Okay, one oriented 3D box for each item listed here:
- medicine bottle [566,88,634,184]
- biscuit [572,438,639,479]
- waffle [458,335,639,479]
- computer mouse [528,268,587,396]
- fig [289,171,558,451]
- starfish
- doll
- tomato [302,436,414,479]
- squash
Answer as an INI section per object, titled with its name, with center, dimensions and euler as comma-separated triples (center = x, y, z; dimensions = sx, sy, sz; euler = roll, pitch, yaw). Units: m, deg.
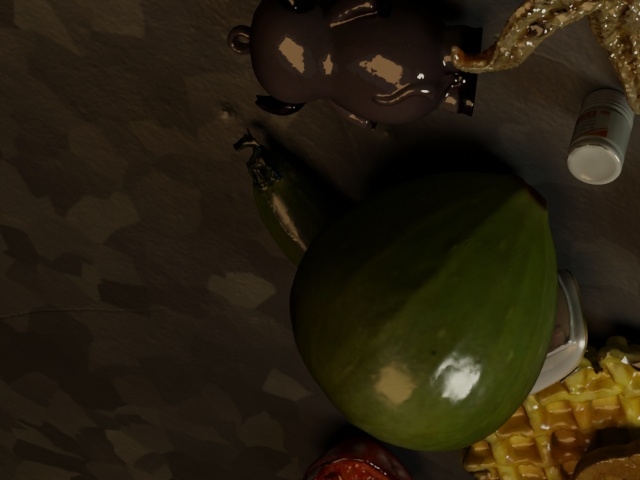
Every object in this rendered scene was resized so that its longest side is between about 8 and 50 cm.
[medicine bottle]
center = 0.283, -0.105, 1.392
dimensions = 0.057, 0.089, 0.057
euler = 14, 139, 12
[biscuit]
center = 0.390, 0.332, 1.731
dimensions = 0.184, 0.035, 0.249
euler = 0, 133, 16
[waffle]
center = 0.377, 0.266, 1.754
dimensions = 0.380, 0.095, 0.382
euler = 31, 137, -11
[computer mouse]
center = 0.228, 0.122, 1.637
dimensions = 0.056, 0.126, 0.245
euler = 12, 147, -36
[fig]
center = 0.127, 0.061, 1.506
dimensions = 0.316, 0.316, 0.316
euler = 13, 139, 12
[starfish]
center = 0.283, -0.217, 1.232
dimensions = 0.375, 0.094, 0.327
euler = -19, 156, 37
[doll]
center = 0.034, -0.191, 1.395
dimensions = 0.257, 0.117, 0.182
euler = 12, 134, 11
[tomato]
center = 0.051, 0.343, 1.997
dimensions = 0.174, 0.082, 0.166
euler = -26, 124, 37
[squash]
center = 0.000, 0.001, 1.650
dimensions = 0.087, 0.087, 0.331
euler = -16, 126, 37
